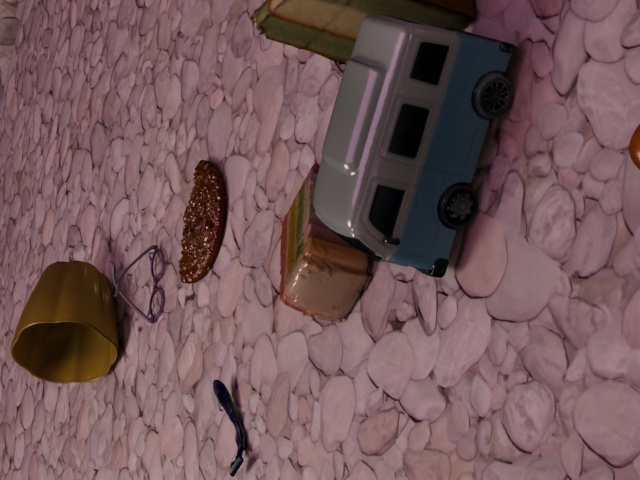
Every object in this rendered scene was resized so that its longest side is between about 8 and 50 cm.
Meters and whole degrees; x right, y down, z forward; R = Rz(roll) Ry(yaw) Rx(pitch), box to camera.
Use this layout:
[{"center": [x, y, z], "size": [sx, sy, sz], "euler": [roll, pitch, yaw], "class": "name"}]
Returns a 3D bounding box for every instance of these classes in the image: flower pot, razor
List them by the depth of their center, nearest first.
[{"center": [-0.129, 0.267, 1.695], "size": [0.044, 0.028, 0.154], "euler": [-60, 36, 39], "class": "razor"}, {"center": [-0.467, 0.143, 2.179], "size": [0.195, 0.195, 0.179], "euler": [-52, 28, 40], "class": "flower pot"}]

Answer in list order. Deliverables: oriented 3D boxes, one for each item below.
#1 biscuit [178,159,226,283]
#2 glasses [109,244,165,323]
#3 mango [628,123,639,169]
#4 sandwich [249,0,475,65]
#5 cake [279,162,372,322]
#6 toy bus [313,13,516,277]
[{"center": [-0.190, -0.031, 1.889], "size": [0.126, 0.025, 0.206], "euler": [2, 84, 60], "class": "biscuit"}, {"center": [-0.326, 0.072, 2.017], "size": [0.062, 0.104, 0.140], "euler": [-19, 69, 55], "class": "glasses"}, {"center": [0.312, -0.092, 1.024], "size": [0.089, 0.046, 0.060], "euler": [-29, 58, 39], "class": "mango"}, {"center": [0.041, -0.330, 1.374], "size": [0.155, 0.227, 0.198], "euler": [-36, 52, 50], "class": "sandwich"}, {"center": [-0.019, -0.002, 1.527], "size": [0.109, 0.090, 0.225], "euler": [-65, 32, 32], "class": "cake"}, {"center": [0.090, -0.108, 1.288], "size": [0.133, 0.165, 0.271], "euler": [33, 111, 58], "class": "toy bus"}]
